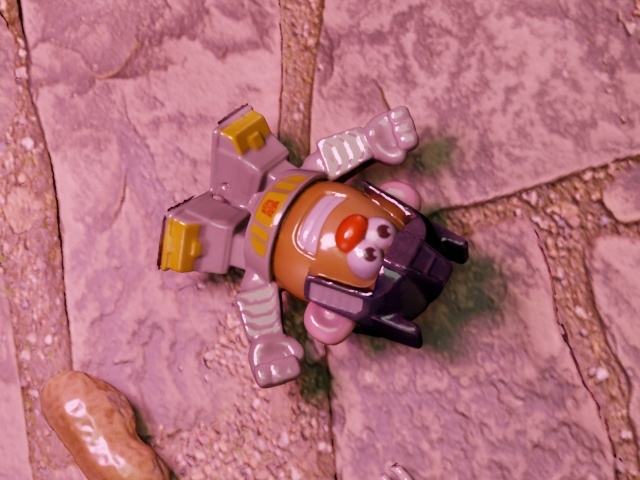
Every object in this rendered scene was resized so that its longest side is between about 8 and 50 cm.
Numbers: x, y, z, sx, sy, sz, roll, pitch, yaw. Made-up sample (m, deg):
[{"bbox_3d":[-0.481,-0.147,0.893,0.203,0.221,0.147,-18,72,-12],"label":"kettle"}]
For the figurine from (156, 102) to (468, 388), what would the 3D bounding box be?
[{"bbox_3d":[0.002,-0.003,1.221,0.309,0.143,0.308,0,91,18],"label":"figurine"}]

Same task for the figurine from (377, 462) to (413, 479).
[{"bbox_3d":[0.096,0.261,1.186,0.064,0.047,0.109,-29,64,-24],"label":"figurine"}]

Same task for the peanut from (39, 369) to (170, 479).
[{"bbox_3d":[-0.212,0.197,1.235,0.080,0.080,0.174,-41,76,-4],"label":"peanut"}]
